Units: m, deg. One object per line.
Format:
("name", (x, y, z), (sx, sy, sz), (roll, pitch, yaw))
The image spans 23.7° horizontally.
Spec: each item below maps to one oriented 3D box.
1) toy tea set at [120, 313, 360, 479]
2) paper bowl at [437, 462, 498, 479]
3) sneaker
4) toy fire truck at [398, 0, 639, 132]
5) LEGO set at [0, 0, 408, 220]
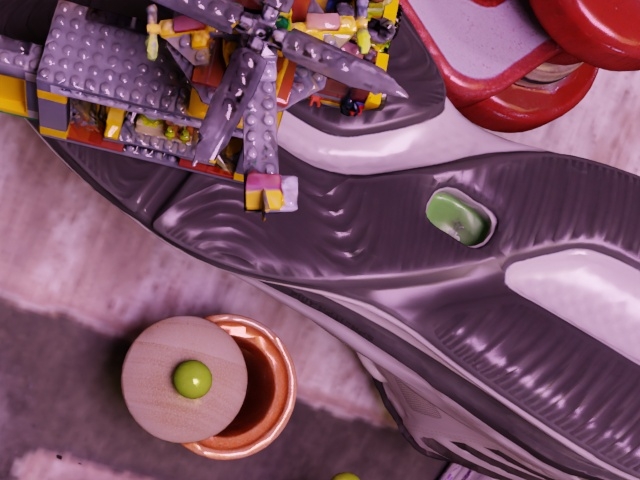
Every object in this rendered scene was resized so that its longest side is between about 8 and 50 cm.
("toy tea set", (-0.022, 0.201, 0.773), (0.200, 0.124, 0.336), (-32, 94, -14))
("paper bowl", (0.194, 0.239, 0.944), (0.284, 0.148, 0.284), (-7, 105, -26))
("sneaker", (0.000, 0.001, 0.770), (0.447, 0.257, 0.169), (35, 69, 4))
("toy fire truck", (0.131, -0.216, 0.812), (0.302, 0.169, 0.254), (-33, 91, -19))
("LEGO set", (-0.108, -0.159, 0.567), (0.331, 0.192, 0.255), (20, 69, -2))
